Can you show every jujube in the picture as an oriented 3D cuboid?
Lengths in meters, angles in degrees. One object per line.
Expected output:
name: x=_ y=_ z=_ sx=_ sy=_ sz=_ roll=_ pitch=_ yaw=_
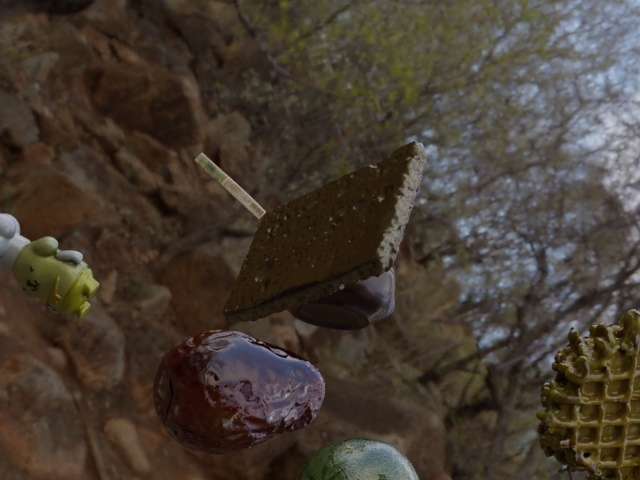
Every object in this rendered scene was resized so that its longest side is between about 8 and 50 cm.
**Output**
jujube: x=-0.121 y=0.227 z=1.454 sx=0.190 sy=0.255 sz=0.190 roll=-24 pitch=-119 yaw=52

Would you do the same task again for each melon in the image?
melon: x=0.047 y=0.294 z=1.106 sx=0.192 sy=0.139 sz=0.139 roll=30 pitch=29 yaw=-56

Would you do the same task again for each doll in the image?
doll: x=-0.341 y=0.030 z=1.149 sx=0.162 sy=0.062 sz=0.106 roll=32 pitch=-52 yaw=0

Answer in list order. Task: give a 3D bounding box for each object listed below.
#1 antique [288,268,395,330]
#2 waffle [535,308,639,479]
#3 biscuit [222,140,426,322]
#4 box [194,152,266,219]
antique: x=0.026 y=0.084 z=1.803 sx=0.278 sy=0.223 sz=0.129 roll=38 pitch=52 yaw=-50
waffle: x=0.324 y=0.177 z=1.043 sx=0.193 sy=0.197 sz=0.070 roll=32 pitch=6 yaw=-16
biscuit: x=0.000 y=0.000 z=0.841 sx=0.025 sy=0.131 sz=0.231 roll=36 pitch=-33 yaw=-24
box: x=-0.105 y=-0.064 z=1.142 sx=0.058 sy=0.015 sz=0.093 roll=41 pitch=-2 yaw=37
